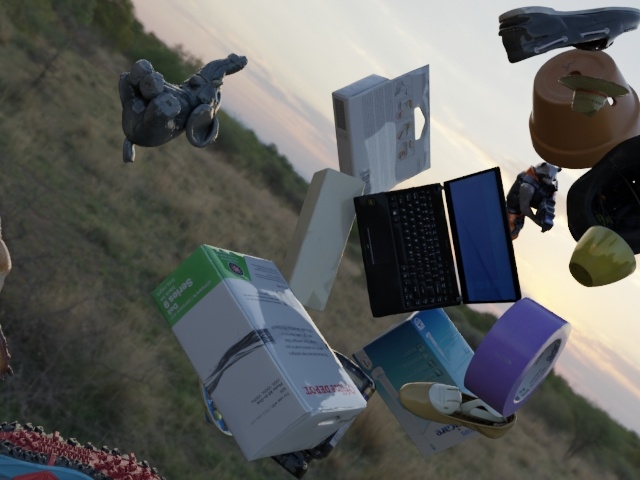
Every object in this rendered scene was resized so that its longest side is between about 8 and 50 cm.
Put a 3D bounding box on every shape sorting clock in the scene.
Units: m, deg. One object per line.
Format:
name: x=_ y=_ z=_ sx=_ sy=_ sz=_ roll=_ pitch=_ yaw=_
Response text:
shape sorting clock: x=-0.184 y=0.283 z=1.407 sx=0.206 sy=0.040 sz=0.206 roll=-9 pitch=90 yaw=-71

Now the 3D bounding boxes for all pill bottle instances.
pill bottle: x=-0.007 y=0.317 z=1.288 sx=0.123 sy=0.219 sz=0.123 roll=36 pitch=-15 yaw=12

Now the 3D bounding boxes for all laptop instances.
laptop: x=0.198 y=0.010 z=1.257 sx=0.136 sy=0.265 sz=0.234 roll=6 pitch=75 yaw=-81

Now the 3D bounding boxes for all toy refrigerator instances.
toy refrigerator: x=0.000 y=0.000 z=1.408 sx=0.094 sy=0.269 sz=0.102 roll=20 pitch=-6 yaw=-15

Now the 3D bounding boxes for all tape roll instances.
tape roll: x=0.325 y=0.191 z=1.165 sx=0.080 sy=0.189 sz=0.189 roll=35 pitch=0 yaw=29

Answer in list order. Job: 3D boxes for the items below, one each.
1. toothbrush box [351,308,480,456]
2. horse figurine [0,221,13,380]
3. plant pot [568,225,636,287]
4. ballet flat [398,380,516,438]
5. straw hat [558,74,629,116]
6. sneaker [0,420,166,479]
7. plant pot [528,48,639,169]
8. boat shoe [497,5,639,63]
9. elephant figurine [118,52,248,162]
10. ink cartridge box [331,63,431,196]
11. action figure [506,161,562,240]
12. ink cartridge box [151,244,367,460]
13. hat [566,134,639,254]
toothbrush box: x=0.250 y=0.318 z=1.622 sx=0.126 sy=0.216 sz=0.295 roll=-28 pitch=80 yaw=-48
horse figurine: x=-0.514 y=0.063 z=1.052 sx=0.175 sy=0.263 sz=0.066 roll=4 pitch=-6 yaw=35
plant pot: x=0.600 y=0.049 z=1.541 sx=0.134 sy=0.095 sz=0.134 roll=50 pitch=-15 yaw=18
ballet flat: x=0.256 y=0.299 z=1.295 sx=0.232 sy=0.073 sz=0.080 roll=20 pitch=49 yaw=-19
straw hat: x=0.542 y=-0.283 z=1.429 sx=0.145 sy=0.061 sz=0.144 roll=17 pitch=3 yaw=-1
sneaker: x=-0.303 y=0.318 z=0.869 sx=0.262 sy=0.125 sz=0.104 roll=25 pitch=7 yaw=-11
plant pot: x=0.676 y=-0.359 z=1.844 sx=0.291 sy=0.291 sz=0.203 roll=41 pitch=-7 yaw=43
boat shoe: x=0.479 y=-0.389 z=1.353 sx=0.335 sy=0.095 sz=0.112 roll=-8 pitch=5 yaw=-25
elephant figurine: x=-0.263 y=-0.265 z=1.394 sx=0.239 sy=0.186 sz=0.169 roll=-10 pitch=80 yaw=-49
ink cartridge box: x=0.157 y=-0.264 z=1.738 sx=0.066 sy=0.261 sz=0.296 roll=32 pitch=-40 yaw=42
action figure: x=0.602 y=-0.096 z=2.138 sx=0.179 sy=0.330 sz=0.341 roll=34 pitch=21 yaw=1
ink cartridge box: x=-0.086 y=0.162 z=1.039 sx=0.289 sy=0.121 sz=0.211 roll=54 pitch=15 yaw=24
hat: x=0.753 y=-0.081 z=1.655 sx=0.134 sy=0.331 sz=0.331 roll=35 pitch=4 yaw=-36
